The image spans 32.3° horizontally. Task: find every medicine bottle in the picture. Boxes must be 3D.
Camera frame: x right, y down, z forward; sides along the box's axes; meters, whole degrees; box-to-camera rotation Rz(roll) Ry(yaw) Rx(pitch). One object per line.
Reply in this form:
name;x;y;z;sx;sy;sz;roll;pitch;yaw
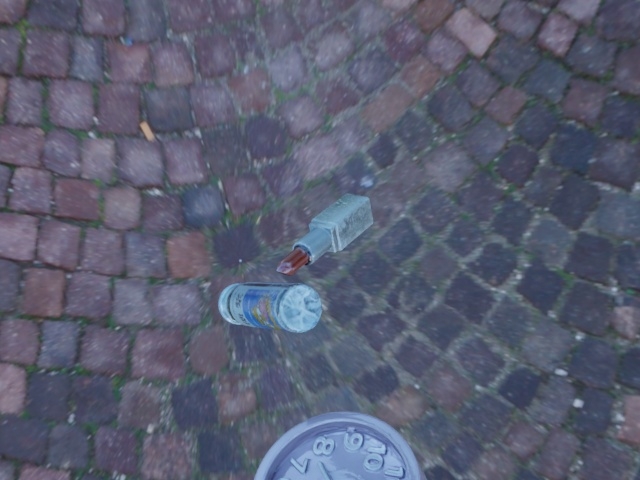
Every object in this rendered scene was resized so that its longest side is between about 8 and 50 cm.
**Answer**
medicine bottle;-0.057;0.068;1.164;0.051;0.191;0.051;1;88;-22

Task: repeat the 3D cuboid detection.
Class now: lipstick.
lipstick;0.000;-0.001;1.016;0.129;0.030;0.030;-38;129;-41

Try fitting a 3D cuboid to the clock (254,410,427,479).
clock;0.024;0.295;1.247;0.197;0.068;0.196;-9;53;13
